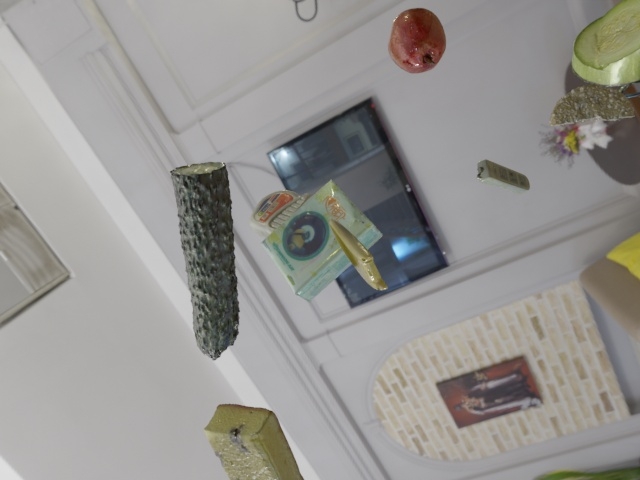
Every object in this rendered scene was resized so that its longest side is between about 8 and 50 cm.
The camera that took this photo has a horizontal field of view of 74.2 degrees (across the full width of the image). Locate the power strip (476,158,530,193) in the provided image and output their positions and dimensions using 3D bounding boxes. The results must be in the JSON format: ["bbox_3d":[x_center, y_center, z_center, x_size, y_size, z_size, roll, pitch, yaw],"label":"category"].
[{"bbox_3d":[0.702,-0.236,1.611,0.286,0.048,0.080,11,-111,-31],"label":"power strip"}]

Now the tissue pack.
[{"bbox_3d":[0.000,0.000,1.628,0.287,0.388,0.162,51,-173,29],"label":"tissue pack"}]

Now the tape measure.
[{"bbox_3d":[-0.173,-0.110,1.930,0.258,0.265,0.130,-53,-36,-22],"label":"tape measure"}]

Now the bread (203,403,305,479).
[{"bbox_3d":[-0.105,0.494,0.862,0.077,0.138,0.361,-51,-52,-55],"label":"bread"}]

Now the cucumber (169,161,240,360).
[{"bbox_3d":[-0.189,0.049,0.737,0.096,0.096,0.359,-71,-21,-69],"label":"cucumber"}]

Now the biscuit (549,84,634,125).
[{"bbox_3d":[0.897,-0.455,1.410,0.032,0.250,0.133,19,-110,-74],"label":"biscuit"}]

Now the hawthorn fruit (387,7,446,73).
[{"bbox_3d":[0.329,-0.642,1.396,0.196,0.196,0.225,44,-156,-54],"label":"hawthorn fruit"}]

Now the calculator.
[{"bbox_3d":[0.084,0.030,1.071,0.157,0.033,0.236,59,175,-34],"label":"calculator"}]

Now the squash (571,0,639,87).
[{"bbox_3d":[0.734,-0.492,1.041,0.133,0.220,0.220,36,-149,-46],"label":"squash"}]

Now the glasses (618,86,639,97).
[{"bbox_3d":[1.088,-0.554,1.365,0.207,0.239,0.102,53,-149,-38],"label":"glasses"}]
